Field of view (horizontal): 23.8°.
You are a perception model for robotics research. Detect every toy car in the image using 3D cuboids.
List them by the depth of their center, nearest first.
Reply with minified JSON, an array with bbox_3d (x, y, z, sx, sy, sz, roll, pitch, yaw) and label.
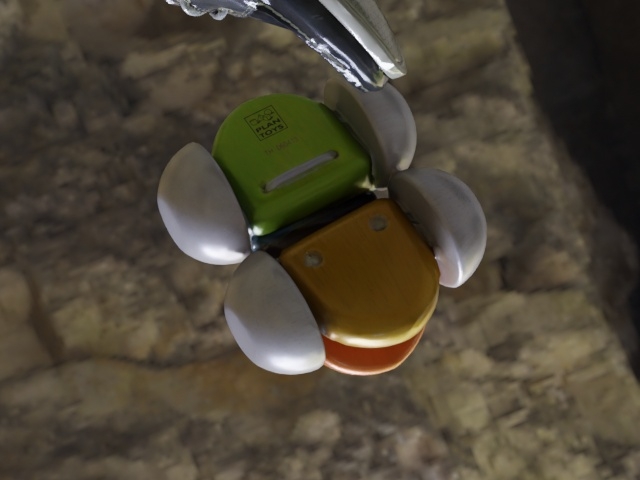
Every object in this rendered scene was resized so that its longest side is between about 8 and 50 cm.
[{"bbox_3d":[0.000,0.000,0.915,0.182,0.159,0.136,56,164,21],"label":"toy car"}]

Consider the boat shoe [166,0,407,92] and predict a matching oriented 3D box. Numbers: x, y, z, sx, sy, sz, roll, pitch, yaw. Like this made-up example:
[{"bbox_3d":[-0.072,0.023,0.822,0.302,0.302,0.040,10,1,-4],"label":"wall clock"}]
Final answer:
[{"bbox_3d":[-0.051,-0.152,0.775,0.233,0.079,0.084,39,-157,-20],"label":"boat shoe"}]
